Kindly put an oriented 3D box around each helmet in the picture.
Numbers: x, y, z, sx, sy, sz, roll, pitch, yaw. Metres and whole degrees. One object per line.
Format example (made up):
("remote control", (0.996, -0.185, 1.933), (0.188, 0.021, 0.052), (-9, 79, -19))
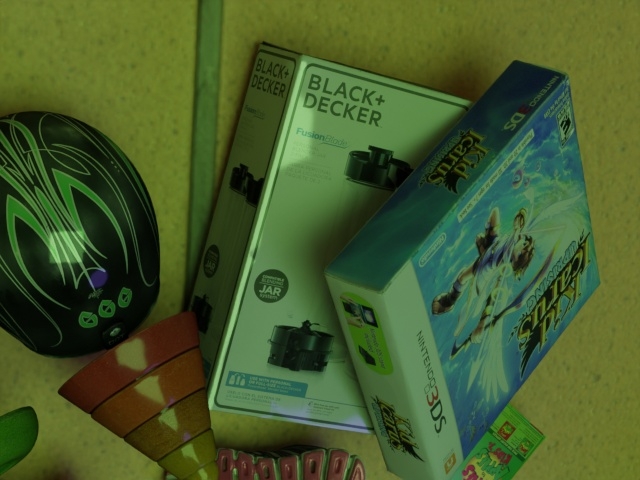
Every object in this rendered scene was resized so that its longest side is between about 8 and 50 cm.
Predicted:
("helmet", (-0.200, -0.011, 1.054), (0.169, 0.169, 0.161), (-30, 131, -14))

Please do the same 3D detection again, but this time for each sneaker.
("sneaker", (-0.047, 0.208, 1.227), (0.170, 0.075, 0.063), (-5, 80, -2))

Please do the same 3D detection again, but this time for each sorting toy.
("sorting toy", (-0.212, 0.190, 1.032), (0.365, 0.127, 0.126), (-30, 84, -26))

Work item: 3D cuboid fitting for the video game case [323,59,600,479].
("video game case", (0.128, 0.031, 1.167), (0.269, 0.061, 0.244), (-47, 140, -29))

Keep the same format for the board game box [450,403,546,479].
("board game box", (0.112, 0.157, 1.292), (0.181, 0.043, 0.092), (42, 86, -26))

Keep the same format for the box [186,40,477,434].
("box", (0.000, 0.000, 1.164), (0.169, 0.087, 0.290), (14, 97, -27))
